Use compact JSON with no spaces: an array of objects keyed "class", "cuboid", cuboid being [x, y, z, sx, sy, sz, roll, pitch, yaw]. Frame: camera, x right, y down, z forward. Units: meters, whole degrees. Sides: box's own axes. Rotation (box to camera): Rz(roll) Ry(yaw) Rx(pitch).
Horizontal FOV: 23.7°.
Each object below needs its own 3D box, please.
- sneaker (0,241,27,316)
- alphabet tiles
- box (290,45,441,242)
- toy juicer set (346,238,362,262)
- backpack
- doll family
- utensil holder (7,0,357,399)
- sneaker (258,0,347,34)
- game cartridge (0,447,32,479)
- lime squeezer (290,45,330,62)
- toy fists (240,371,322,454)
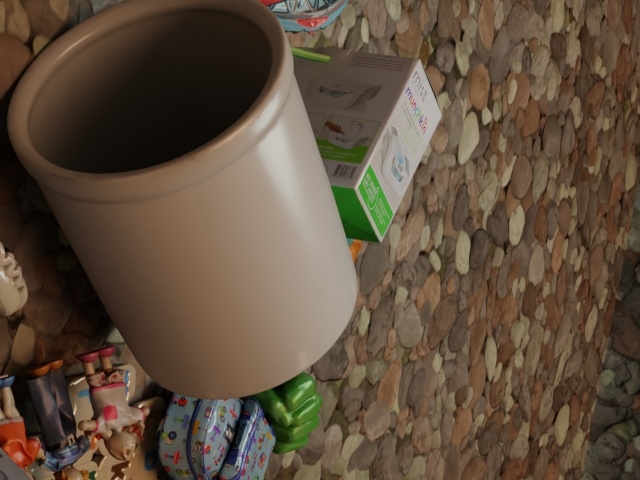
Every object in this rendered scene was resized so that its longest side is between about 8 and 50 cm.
[{"class":"sneaker","cuboid":[-0.419,0.007,1.571,0.292,0.110,0.118,47,65,-44]},{"class":"alphabet tiles","cuboid":[-0.289,0.302,1.936,0.278,0.021,0.284,-12,108,-58]},{"class":"box","cuboid":[-0.006,-0.139,2.067,0.231,0.262,0.127,-64,146,-29]},{"class":"toy juicer set","cuboid":[0.000,0.000,2.255,0.329,0.089,0.209,-42,153,-70]},{"class":"backpack","cuboid":[-0.146,0.265,2.046,0.173,0.116,0.158,70,33,-50]},{"class":"doll family","cuboid":[-0.323,0.228,1.770,0.263,0.118,0.163,-14,91,-52]},{"class":"utensil holder","cuboid":[-0.142,-0.048,1.799,0.328,0.327,0.385,-59,144,-33]},{"class":"sneaker","cuboid":[-0.052,-0.327,1.907,0.261,0.104,0.125,-16,152,-36]},{"class":"game cartridge","cuboid":[-0.398,0.212,1.521,0.294,0.060,0.196,46,11,-26]},{"class":"lime squeezer","cuboid":[-0.119,-0.314,1.989,0.310,0.059,0.110,49,61,-22]},{"class":"toy fists","cuboid":[-0.080,0.177,2.137,0.096,0.142,0.279,-45,133,-48]}]
